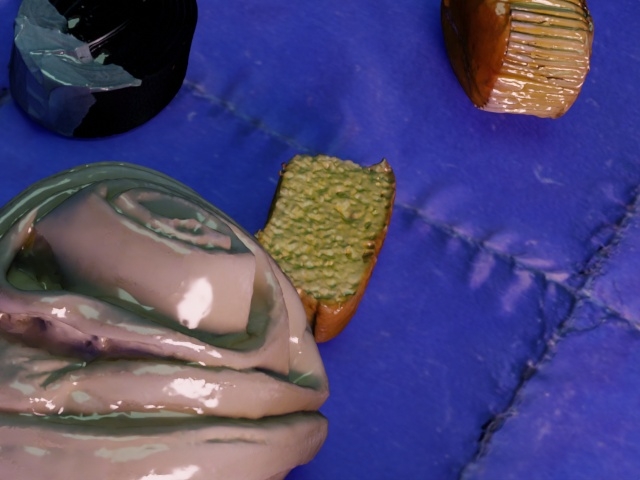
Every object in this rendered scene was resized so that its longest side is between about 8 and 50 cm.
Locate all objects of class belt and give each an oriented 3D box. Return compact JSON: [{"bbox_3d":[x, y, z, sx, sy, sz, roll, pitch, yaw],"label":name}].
[{"bbox_3d":[-0.193,-0.174,1.635,0.151,0.078,0.198,26,48,7],"label":"belt"}]

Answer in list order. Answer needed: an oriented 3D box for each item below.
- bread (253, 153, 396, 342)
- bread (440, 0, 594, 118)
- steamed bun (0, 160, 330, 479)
[{"bbox_3d":[0.000,0.000,1.538,0.103,0.065,0.187,16,47,1],"label":"bread"},{"bbox_3d":[0.171,-0.202,1.725,0.114,0.132,0.190,4,43,-13],"label":"bread"},{"bbox_3d":[-0.155,0.083,1.307,0.310,0.219,0.324,29,47,12],"label":"steamed bun"}]
